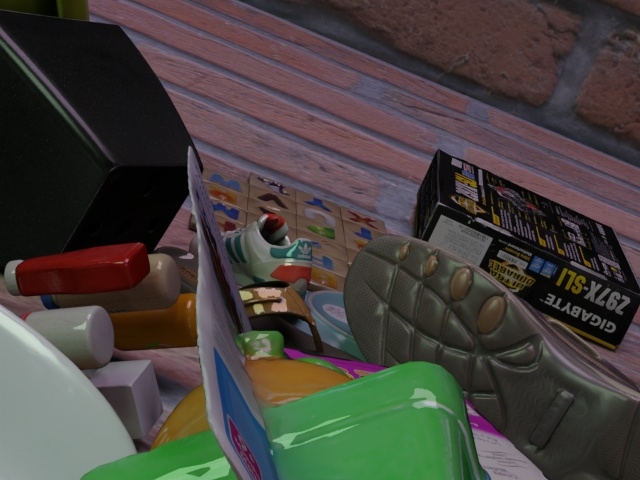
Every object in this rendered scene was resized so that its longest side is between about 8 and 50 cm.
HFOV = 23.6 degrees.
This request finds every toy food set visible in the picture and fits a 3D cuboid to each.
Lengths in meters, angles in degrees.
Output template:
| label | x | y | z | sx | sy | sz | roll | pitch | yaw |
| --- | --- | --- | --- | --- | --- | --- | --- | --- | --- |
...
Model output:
| label | x | y | z | sx | sy | sz | roll | pitch | yaw |
| --- | --- | --- | --- | --- | --- | --- | --- | --- | --- |
| toy food set | -0.164 | 0.067 | 1.034 | 0.104 | 0.111 | 0.232 | -6 | 20 | 17 |

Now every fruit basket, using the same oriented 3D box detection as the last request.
| label | x | y | z | sx | sy | sz | roll | pitch | yaw |
| --- | --- | --- | --- | --- | --- | --- | --- | --- | --- |
| fruit basket | 0.012 | 0.144 | 0.661 | 0.165 | 0.327 | 0.353 | -17 | 18 | 4 |

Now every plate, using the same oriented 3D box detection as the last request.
| label | x | y | z | sx | sy | sz | roll | pitch | yaw |
| --- | --- | --- | --- | --- | --- | --- | --- | --- | --- |
| plate | 0.044 | 0.085 | 1.397 | 0.188 | 0.024 | 0.188 | 21 | 16 | -6 |

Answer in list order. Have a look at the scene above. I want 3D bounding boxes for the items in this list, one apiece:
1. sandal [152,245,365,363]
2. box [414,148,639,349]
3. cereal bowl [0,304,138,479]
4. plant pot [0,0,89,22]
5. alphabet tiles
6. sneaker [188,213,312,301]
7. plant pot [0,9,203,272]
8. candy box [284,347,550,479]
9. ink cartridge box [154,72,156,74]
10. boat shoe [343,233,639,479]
| label | x | y | z | sx | sy | sz | roll | pitch | yaw |
| --- | --- | --- | --- | --- | --- | --- | --- | --- | --- |
| sandal | -0.053 | 0.054 | 1.290 | 0.219 | 0.060 | 0.090 | 34 | 19 | 26 |
| box | 0.241 | 0.002 | 1.842 | 0.257 | 0.079 | 0.322 | 23 | 15 | -2 |
| cereal bowl | -0.254 | 0.106 | 0.659 | 0.339 | 0.141 | 0.339 | 25 | 15 | -7 |
| plant pot | -0.325 | -0.221 | 1.315 | 0.207 | 0.227 | 0.228 | -27 | 61 | -20 |
| alphabet tiles | 0.000 | 0.000 | 1.649 | 0.285 | 0.011 | 0.342 | 21 | 15 | -7 |
| sneaker | -0.059 | 0.008 | 1.388 | 0.057 | 0.075 | 0.161 | 10 | 10 | -39 |
| plant pot | -0.214 | -0.060 | 1.266 | 0.167 | 0.188 | 0.187 | 44 | 22 | 22 |
| candy box | 0.070 | 0.167 | 1.058 | 0.159 | 0.071 | 0.233 | 13 | 17 | -33 |
| ink cartridge box | -0.342 | -0.181 | 1.682 | 0.324 | 0.071 | 0.330 | 19 | 12 | -9 |
| boat shoe | 0.169 | 0.125 | 1.284 | 0.355 | 0.132 | 0.130 | 39 | 7 | 20 |
